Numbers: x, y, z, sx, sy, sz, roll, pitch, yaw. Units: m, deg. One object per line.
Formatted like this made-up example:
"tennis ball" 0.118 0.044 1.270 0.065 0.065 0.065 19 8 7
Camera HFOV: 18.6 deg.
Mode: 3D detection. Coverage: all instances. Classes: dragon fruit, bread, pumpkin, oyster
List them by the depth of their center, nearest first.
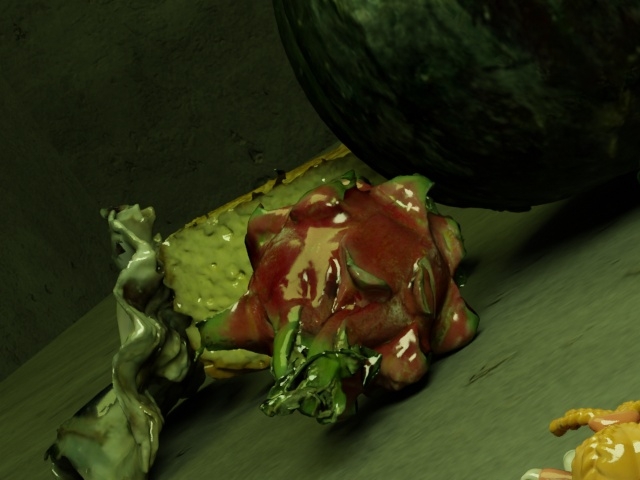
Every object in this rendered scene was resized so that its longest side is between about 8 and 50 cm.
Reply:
"dragon fruit" 0.005 0.046 1.164 0.137 0.135 0.236 -24 19 39
"pumpkin" 0.176 -0.217 1.255 0.454 0.344 0.454 -32 1 1
"bread" 0.000 0.000 1.482 0.229 0.143 0.139 -23 11 27
"oyster" -0.147 0.095 1.609 0.351 0.115 0.238 79 -157 -79

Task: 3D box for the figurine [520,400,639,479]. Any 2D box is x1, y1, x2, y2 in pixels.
"figurine" 0.105 0.081 0.707 0.064 0.047 0.109 -12 -1 0

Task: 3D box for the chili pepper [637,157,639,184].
"chili pepper" 0.226 -0.054 1.003 0.279 0.065 0.122 -35 0 -43
